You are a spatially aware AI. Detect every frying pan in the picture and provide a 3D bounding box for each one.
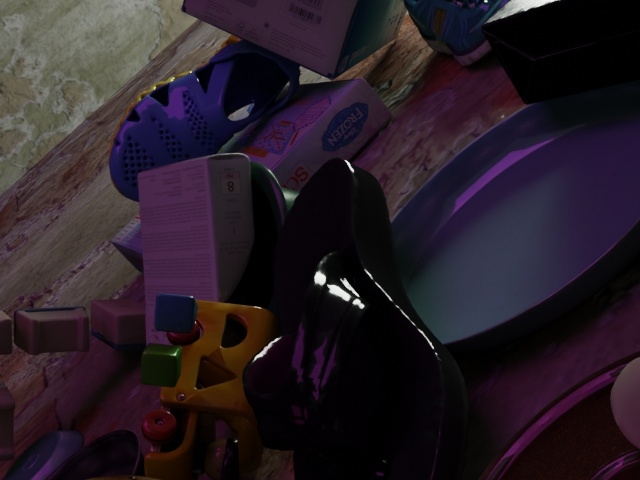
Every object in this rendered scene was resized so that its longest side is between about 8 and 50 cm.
[{"bbox_3d":[-0.280,0.289,1.100,0.326,0.053,0.197,-33,22,27],"label":"frying pan"}]

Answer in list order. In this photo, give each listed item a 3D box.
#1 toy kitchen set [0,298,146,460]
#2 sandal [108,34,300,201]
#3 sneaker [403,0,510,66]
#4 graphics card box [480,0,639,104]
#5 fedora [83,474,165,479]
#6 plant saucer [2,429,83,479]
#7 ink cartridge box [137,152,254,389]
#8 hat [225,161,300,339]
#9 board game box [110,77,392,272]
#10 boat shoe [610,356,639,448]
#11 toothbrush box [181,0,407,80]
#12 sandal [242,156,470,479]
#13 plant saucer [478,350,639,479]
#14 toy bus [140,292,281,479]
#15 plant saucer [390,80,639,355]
[{"bbox_3d":[-0.304,0.160,1.353,0.207,0.166,0.122,-1,6,-24],"label":"toy kitchen set"},{"bbox_3d":[-0.142,-0.170,1.496,0.317,0.126,0.138,-44,24,-5],"label":"sandal"},{"bbox_3d":[0.163,-0.277,1.373,0.107,0.110,0.275,-44,21,-7],"label":"sneaker"},{"bbox_3d":[0.338,-0.268,1.015,0.371,0.094,0.232,-42,19,-28],"label":"graphics card box"},{"bbox_3d":[-0.092,0.223,0.781,0.194,0.194,0.079,20,91,67],"label":"fedora"},{"bbox_3d":[-0.312,0.249,1.278,0.119,0.021,0.119,-35,22,16],"label":"plant saucer"},{"bbox_3d":[-0.130,0.033,1.217,0.066,0.232,0.189,-8,2,-31],"label":"ink cartridge box"},{"bbox_3d":[0.000,0.000,1.225,0.173,0.183,0.209,-27,66,56],"label":"hat"},{"bbox_3d":[-0.099,-0.075,1.489,0.318,0.066,0.318,-46,21,-13],"label":"board game box"},{"bbox_3d":[0.188,0.090,0.559,0.049,0.042,0.133,-63,23,-2],"label":"boat shoe"},{"bbox_3d":[-0.012,-0.333,1.509,0.295,0.216,0.126,-43,-24,-63],"label":"toothbrush box"},{"bbox_3d":[-0.004,0.078,0.872,0.168,0.107,0.446,-57,24,22],"label":"sandal"},{"bbox_3d":[0.171,0.150,0.593,0.310,0.050,0.311,-34,22,16],"label":"plant saucer"},{"bbox_3d":[-0.084,0.146,0.962,0.191,0.104,0.202,4,-89,-87],"label":"toy bus"},{"bbox_3d":[0.166,-0.017,0.944,0.317,0.044,0.318,-35,22,16],"label":"plant saucer"}]
